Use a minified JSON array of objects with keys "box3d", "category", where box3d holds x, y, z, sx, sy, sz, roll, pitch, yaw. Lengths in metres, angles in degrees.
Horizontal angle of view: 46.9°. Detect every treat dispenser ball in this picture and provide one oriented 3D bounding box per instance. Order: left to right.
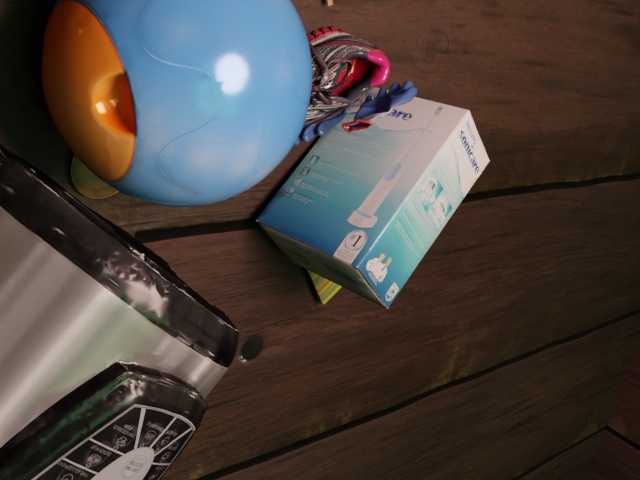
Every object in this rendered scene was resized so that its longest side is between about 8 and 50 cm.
[{"box3d":[-0.152,-0.181,0.806,0.288,0.288,0.288,-23,128,-34],"category":"treat dispenser ball"}]

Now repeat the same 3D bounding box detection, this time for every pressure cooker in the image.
[{"box3d":[-0.336,0.156,0.773,0.370,0.375,0.420,40,82,-9],"category":"pressure cooker"}]

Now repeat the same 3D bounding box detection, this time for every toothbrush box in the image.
[{"box3d":[0.082,-0.078,1.134,0.295,0.216,0.126,-55,139,-15],"category":"toothbrush box"}]

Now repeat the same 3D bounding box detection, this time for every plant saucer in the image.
[{"box3d":[-0.280,-0.095,0.938,0.083,0.015,0.083,-22,126,-34],"category":"plant saucer"}]

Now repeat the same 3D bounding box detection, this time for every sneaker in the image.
[{"box3d":[-0.036,-0.216,1.033,0.299,0.112,0.121,-34,133,-25],"category":"sneaker"}]

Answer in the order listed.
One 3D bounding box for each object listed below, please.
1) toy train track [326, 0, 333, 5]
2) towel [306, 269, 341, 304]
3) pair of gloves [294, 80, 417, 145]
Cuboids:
[{"box3d":[0.020,-0.370,1.072,0.083,0.014,0.048,-29,124,-37],"category":"toy train track"},{"box3d":[0.000,0.000,1.267,0.102,0.021,0.237,-45,136,-24],"category":"towel"},{"box3d":[0.040,-0.187,1.082,0.159,0.198,0.023,-43,118,-45],"category":"pair of gloves"}]
